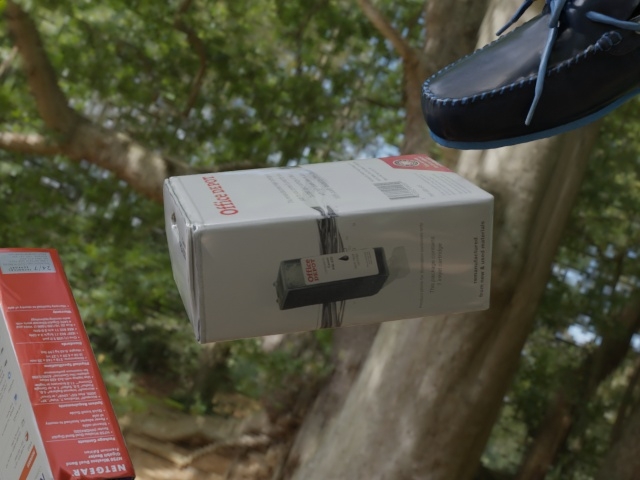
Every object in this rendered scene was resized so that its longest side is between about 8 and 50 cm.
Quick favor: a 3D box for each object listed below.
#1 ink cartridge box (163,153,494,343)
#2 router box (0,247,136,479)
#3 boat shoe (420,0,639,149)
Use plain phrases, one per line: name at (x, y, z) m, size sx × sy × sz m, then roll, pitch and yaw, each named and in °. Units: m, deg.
ink cartridge box at (0.000, 0.000, 0.851) m, size 0.218 × 0.092 × 0.158 m, roll -4°, pitch 16°, yaw -13°
router box at (-0.323, 0.230, 1.198) m, size 0.082 × 0.335 × 0.301 m, roll 1°, pitch 44°, yaw -34°
boat shoe at (0.173, -0.143, 0.701) m, size 0.109 × 0.258 × 0.089 m, roll 50°, pitch -16°, yaw 52°
